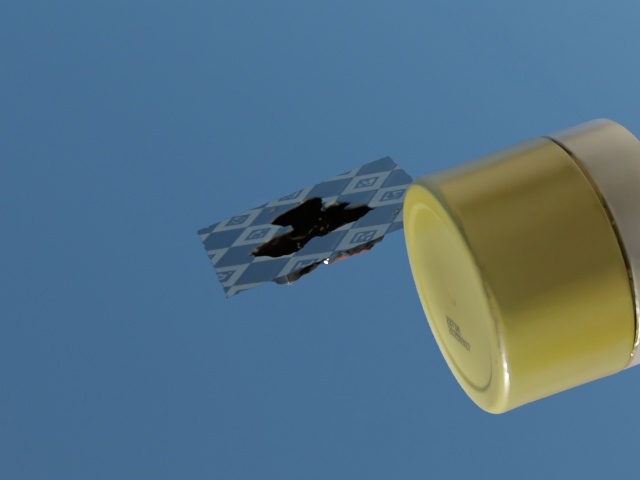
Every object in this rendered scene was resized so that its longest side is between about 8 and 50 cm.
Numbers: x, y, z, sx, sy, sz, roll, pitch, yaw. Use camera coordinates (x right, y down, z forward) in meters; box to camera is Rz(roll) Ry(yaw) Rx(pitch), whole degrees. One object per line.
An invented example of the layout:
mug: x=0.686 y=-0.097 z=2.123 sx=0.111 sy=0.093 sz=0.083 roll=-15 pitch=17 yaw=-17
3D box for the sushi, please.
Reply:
sushi: x=0.000 y=0.000 z=1.395 sx=0.219 sy=0.231 sz=0.047 roll=-125 pitch=14 yaw=-68

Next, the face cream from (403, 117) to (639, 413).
face cream: x=0.194 y=0.022 z=1.170 sx=0.179 sy=0.218 sz=0.218 roll=-18 pitch=-115 yaw=-10
